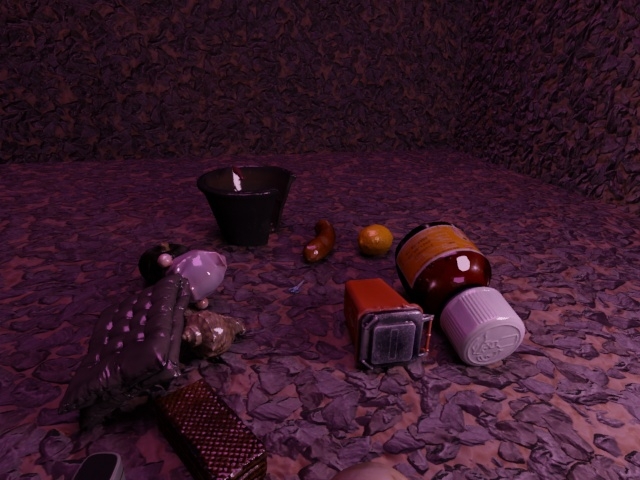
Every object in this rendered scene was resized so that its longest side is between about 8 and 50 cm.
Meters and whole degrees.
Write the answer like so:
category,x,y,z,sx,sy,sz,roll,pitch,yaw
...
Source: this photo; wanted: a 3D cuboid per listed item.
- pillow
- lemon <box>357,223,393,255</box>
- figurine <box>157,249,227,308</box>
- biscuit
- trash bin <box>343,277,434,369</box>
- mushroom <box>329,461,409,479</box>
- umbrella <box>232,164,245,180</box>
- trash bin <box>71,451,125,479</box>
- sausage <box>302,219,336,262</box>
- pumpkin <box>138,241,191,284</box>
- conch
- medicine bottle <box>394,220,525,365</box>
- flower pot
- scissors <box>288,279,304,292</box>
category,x,y,z,sx,sy,sz,roll,pitch,yaw
pillow,-0.401,0.213,0.907,0.228,0.101,0.326,-27,32,2
lemon,0.205,-0.002,1.559,0.155,0.114,0.114,-11,27,-31
figurine,-0.375,0.129,1.138,0.276,0.200,0.133,-46,28,-23
biscuit,-0.207,0.356,0.771,0.106,0.070,0.252,-17,30,-39
trash bin,0.156,0.194,1.064,0.185,0.161,0.238,-2,21,-10
mushroom,0.068,0.410,0.550,0.209,0.206,0.206,-37,41,-24
umbrella,-0.311,-0.254,1.585,0.027,0.025,0.165,10,21,-28
trash bin,-0.319,0.395,0.599,0.059,0.129,0.116,2,24,-1
sausage,0.005,0.000,1.582,0.103,0.076,0.302,-2,22,9
pumpkin,-0.483,0.072,1.319,0.167,0.125,0.167,-5,40,4
conch,-0.263,0.209,1.023,0.155,0.130,0.207,44,22,21
medicine bottle,0.364,0.141,1.132,0.243,0.242,0.395,-4,39,-13
flower pot,-0.286,-0.134,1.643,0.380,0.251,0.379,1,27,0
scissors,-0.071,0.145,1.334,0.036,0.006,0.083,10,25,21
